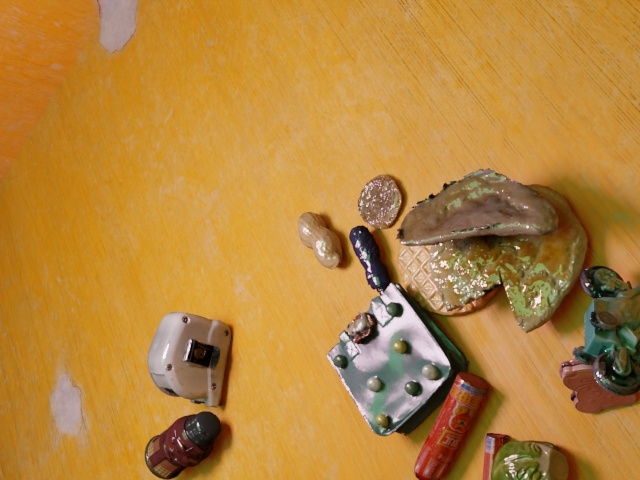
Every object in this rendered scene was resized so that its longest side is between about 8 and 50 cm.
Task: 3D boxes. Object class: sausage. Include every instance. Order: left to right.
[{"bbox_3d":[0.270,0.413,1.771,0.074,0.074,0.274,37,108,43],"label":"sausage"},{"bbox_3d":[0.356,0.470,1.698,0.048,0.050,0.145,169,107,-72],"label":"sausage"}]

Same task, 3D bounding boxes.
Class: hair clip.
[{"bbox_3d":[0.502,0.265,1.528,0.123,0.138,0.102,-21,72,33],"label":"hair clip"}]

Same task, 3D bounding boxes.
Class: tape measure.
[{"bbox_3d":[-0.357,0.331,2.314,0.125,0.246,0.243,-2,74,41],"label":"tape measure"}]

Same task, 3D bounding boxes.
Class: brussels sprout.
[{"bbox_3d":[0.401,0.457,1.602,0.155,0.117,0.155,-18,68,52],"label":"brussels sprout"}]

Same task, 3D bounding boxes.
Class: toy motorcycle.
[{"bbox_3d":[0.553,0.168,1.462,0.296,0.198,0.109,-70,-6,-47],"label":"toy motorcycle"}]

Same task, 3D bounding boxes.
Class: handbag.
[{"bbox_3d":[0.158,0.276,1.868,0.269,0.100,0.274,-50,61,26],"label":"handbag"}]

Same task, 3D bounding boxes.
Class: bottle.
[{"bbox_3d":[-0.374,0.568,2.344,0.271,0.143,0.156,-40,17,35],"label":"bottle"}]

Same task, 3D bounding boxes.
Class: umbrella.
[{"bbox_3d":[0.138,0.074,1.990,0.071,0.071,0.248,-42,60,31],"label":"umbrella"}]

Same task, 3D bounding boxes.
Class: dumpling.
[{"bbox_3d":[0.324,-0.056,1.675,0.332,0.086,0.166,-2,53,30],"label":"dumpling"}]

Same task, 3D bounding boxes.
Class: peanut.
[{"bbox_3d":[0.000,0.000,2.128,0.187,0.082,0.082,49,115,38],"label":"peanut"}]

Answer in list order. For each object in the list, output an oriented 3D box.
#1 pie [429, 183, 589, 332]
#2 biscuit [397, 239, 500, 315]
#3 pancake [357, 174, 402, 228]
[{"bbox_3d":[0.382,0.023,1.704,0.337,0.075,0.338,-10,71,29],"label":"pie"},{"bbox_3d":[0.281,0.066,1.858,0.309,0.040,0.205,15,93,46],"label":"biscuit"},{"bbox_3d":[0.147,-0.095,2.037,0.139,0.022,0.140,-12,73,44],"label":"pancake"}]
